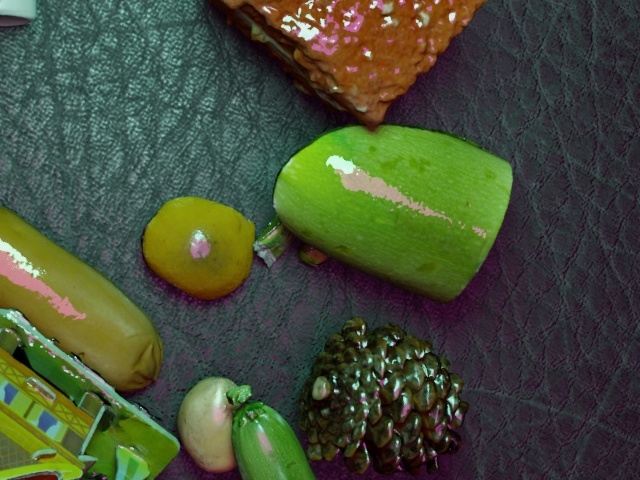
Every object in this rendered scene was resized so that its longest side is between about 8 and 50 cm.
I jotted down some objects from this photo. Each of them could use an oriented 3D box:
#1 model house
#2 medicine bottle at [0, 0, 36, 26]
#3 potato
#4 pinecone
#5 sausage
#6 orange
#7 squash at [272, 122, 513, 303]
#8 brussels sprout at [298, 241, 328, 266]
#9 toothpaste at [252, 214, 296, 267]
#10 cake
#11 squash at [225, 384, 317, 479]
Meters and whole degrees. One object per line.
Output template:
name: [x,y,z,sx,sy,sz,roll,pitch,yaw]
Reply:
model house: [-0.392,0.326,1.562,0.357,0.313,0.242,41,113,-12]
medicine bottle: [-0.461,-0.418,1.634,0.139,0.139,0.237,-3,94,-11]
potato: [-0.154,0.267,1.739,0.112,0.112,0.147,-9,101,-11]
pinecone: [0.091,0.233,1.731,0.272,0.224,0.224,14,89,-37]
sausage: [-0.361,0.091,1.687,0.354,0.116,0.134,37,70,-14]
orange: [-0.175,0.012,1.727,0.169,0.112,0.160,-20,96,1]
squash: [0.085,-0.057,1.704,0.308,0.210,0.234,24,121,-7]
brussels sprout: [0.001,-0.001,1.787,0.046,0.051,0.083,32,85,-43]
toothpaste: [-0.010,-0.066,1.780,0.047,0.078,0.248,36,80,29]
cake: [0.021,-0.346,1.634,0.269,0.319,0.270,42,91,-23]
squash: [-0.048,0.365,1.720,0.101,0.101,0.379,-26,115,-10]
